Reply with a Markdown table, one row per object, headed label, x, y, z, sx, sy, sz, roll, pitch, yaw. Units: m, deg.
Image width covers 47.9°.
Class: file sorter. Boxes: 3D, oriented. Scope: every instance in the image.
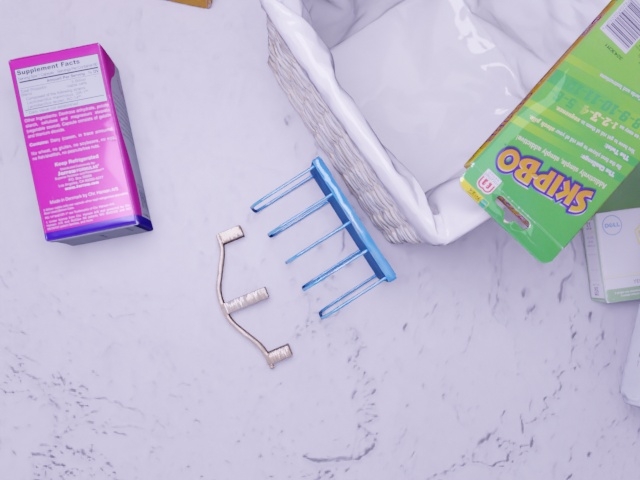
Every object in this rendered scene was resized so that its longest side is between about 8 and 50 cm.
| label | x | y | z | sx | sy | sz | roll | pitch | yaw |
| --- | --- | --- | --- | --- | --- | --- | --- | --- | --- |
| file sorter | 0.000 | 0.000 | 0.898 | 0.104 | 0.118 | 0.170 | -32 | 90 | -3 |

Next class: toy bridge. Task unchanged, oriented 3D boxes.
| label | x | y | z | sx | sy | sz | roll | pitch | yaw |
| --- | --- | --- | --- | --- | --- | --- | --- | --- | --- |
| toy bridge | -0.097 | 0.078 | 0.930 | 0.063 | 0.026 | 0.188 | -22 | 89 | -3 |

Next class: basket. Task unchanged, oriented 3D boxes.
| label | x | y | z | sx | sy | sz | roll | pitch | yaw |
| --- | --- | --- | --- | --- | --- | --- | --- | --- | --- |
| basket | 0.147 | -0.201 | 0.845 | 0.328 | 0.266 | 0.331 | -35 | 90 | -6 |

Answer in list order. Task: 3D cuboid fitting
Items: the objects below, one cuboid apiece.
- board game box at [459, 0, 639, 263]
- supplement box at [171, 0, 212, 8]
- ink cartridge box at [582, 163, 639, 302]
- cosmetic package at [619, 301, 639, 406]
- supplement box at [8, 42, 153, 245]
| label | x | y | z | sx | sy | sz | roll | pitch | yaw |
| --- | --- | --- | --- | --- | --- | --- | --- | --- | --- |
| board game box | 0.257 | -0.110 | 0.704 | 0.124 | 0.039 | 0.259 | 43 | 84 | -5 |
| supplement box | -0.248 | -0.367 | 0.916 | 0.234 | 0.078 | 0.080 | 13 | 83 | -5 |
| ink cartridge box | 0.438 | -0.043 | 0.969 | 0.171 | 0.056 | 0.235 | -7 | 90 | -4 |
| cosmetic package | 0.631 | 0.093 | 0.805 | 0.394 | 0.329 | 0.327 | 15 | 86 | -16 |
| supplement box | -0.288 | -0.112 | 0.881 | 0.114 | 0.111 | 0.220 | -11 | 87 | -5 |
